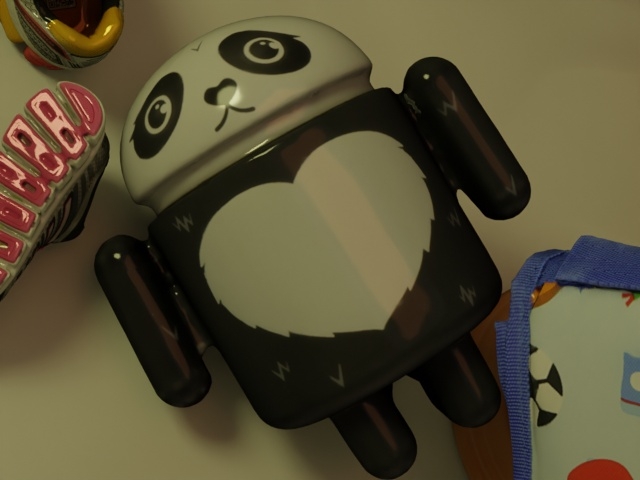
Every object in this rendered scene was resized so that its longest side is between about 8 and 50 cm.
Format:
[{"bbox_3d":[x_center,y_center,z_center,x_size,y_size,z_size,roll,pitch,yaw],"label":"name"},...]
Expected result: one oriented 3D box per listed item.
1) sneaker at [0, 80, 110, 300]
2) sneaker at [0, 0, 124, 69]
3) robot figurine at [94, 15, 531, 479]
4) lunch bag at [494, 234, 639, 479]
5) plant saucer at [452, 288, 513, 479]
[{"bbox_3d":[-0.176,-0.009,0.693,0.063,0.075,0.170,33,81,13],"label":"sneaker"},{"bbox_3d":[-0.158,-0.210,0.700,0.088,0.093,0.225,-23,111,-24],"label":"sneaker"},{"bbox_3d":[-0.002,0.001,0.715,0.209,0.173,0.278,-31,91,-41],"label":"robot figurine"},{"bbox_3d":[0.303,0.158,0.670,0.239,0.328,0.385,-55,131,-31],"label":"lunch bag"},{"bbox_3d":[0.185,0.123,0.858,0.200,0.037,0.200,8,71,-25],"label":"plant saucer"}]
